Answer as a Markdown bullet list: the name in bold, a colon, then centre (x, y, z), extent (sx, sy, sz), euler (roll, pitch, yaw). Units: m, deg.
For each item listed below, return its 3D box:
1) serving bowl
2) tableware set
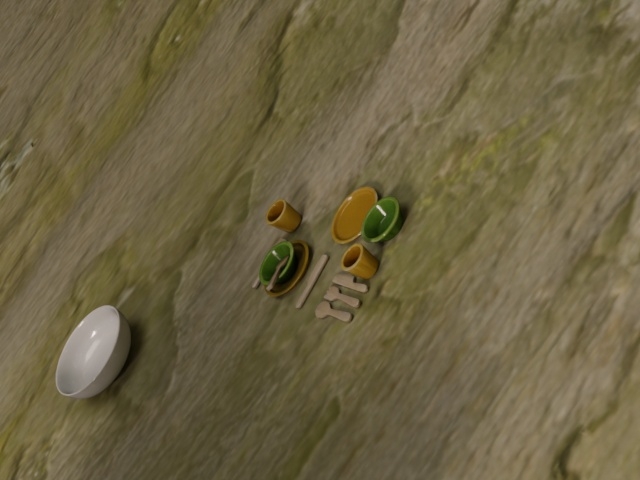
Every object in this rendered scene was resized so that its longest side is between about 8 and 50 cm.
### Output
- **serving bowl**: centre (-0.182, 0.096, 1.430), extent (0.083, 0.027, 0.083), euler (-36, 36, 32)
- **tableware set**: centre (0.000, 0.000, 1.266), extent (0.104, 0.024, 0.154), euler (-60, 30, -7)
